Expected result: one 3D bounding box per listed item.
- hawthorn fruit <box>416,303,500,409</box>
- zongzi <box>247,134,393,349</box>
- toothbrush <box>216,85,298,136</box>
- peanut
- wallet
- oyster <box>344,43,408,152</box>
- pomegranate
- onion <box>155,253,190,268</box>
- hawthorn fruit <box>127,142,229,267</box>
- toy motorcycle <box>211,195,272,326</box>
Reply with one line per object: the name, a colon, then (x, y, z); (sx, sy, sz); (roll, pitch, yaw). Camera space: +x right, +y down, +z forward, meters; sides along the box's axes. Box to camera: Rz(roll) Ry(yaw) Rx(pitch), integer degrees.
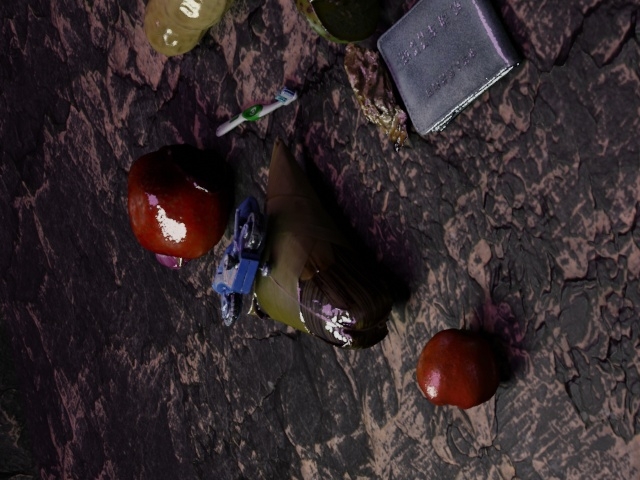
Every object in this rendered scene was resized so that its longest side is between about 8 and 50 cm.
hawthorn fruit: (0.203, 0.183, 1.528); (0.140, 0.125, 0.125); (-52, 57, 19)
zongzi: (0.000, 0.000, 1.720); (0.289, 0.154, 0.318); (15, 112, 51)
toothbrush: (-0.120, -0.227, 1.903); (0.304, 0.030, 0.030); (-16, 91, 60)
peanut: (-0.229, -0.430, 1.864); (0.319, 0.147, 0.148); (-42, 70, 52)
wallet: (0.169, -0.256, 1.441); (0.222, 0.036, 0.167); (-37, 74, 56)
oyster: (0.080, -0.210, 1.556); (0.105, 0.056, 0.177); (-143, 31, -85)
pomegranate: (0.029, -0.370, 1.496); (0.122, 0.143, 0.169); (47, 149, 35)
onion: (-0.293, 0.006, 2.220); (0.115, 0.104, 0.115); (-38, 34, 31)
hawthorn fruit: (-0.273, -0.062, 2.063); (0.215, 0.215, 0.250); (30, 134, 47)
toy motorcycle: (-0.132, 0.037, 1.747); (0.114, 0.076, 0.205); (-120, 43, -62)
